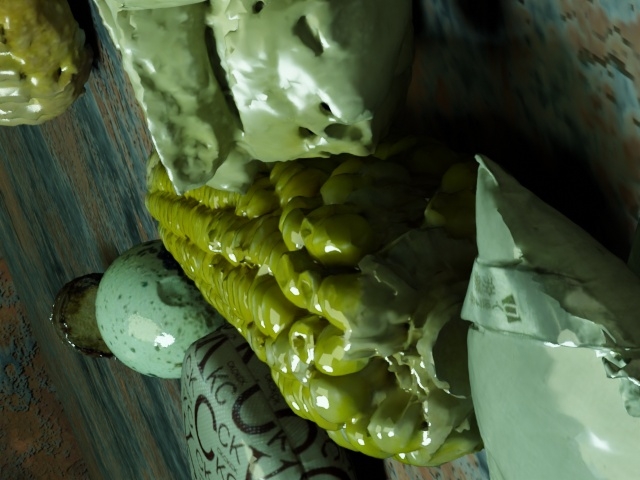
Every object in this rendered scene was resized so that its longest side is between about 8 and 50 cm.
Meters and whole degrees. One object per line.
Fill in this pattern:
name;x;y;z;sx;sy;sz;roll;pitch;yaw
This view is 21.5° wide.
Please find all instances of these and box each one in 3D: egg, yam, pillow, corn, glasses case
egg;-0.091;0.042;1.023;0.110;0.085;0.085;5;118;67
yam;-0.204;0.068;1.526;0.079;0.079;0.141;67;167;-3
pillow;0.090;0.073;0.398;0.134;0.078;0.181;56;165;35
corn;0.000;0.000;0.583;0.097;0.097;0.320;70;168;-16
glasses case;-0.014;0.189;0.975;0.137;0.085;0.355;53;162;40

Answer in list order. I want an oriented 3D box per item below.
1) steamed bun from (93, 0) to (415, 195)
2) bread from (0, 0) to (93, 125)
steamed bun;-0.028;-0.109;0.490;0.192;0.106;0.177;-124;10;-67
bread;-0.262;-0.193;1.154;0.274;0.149;0.274;61;172;14
